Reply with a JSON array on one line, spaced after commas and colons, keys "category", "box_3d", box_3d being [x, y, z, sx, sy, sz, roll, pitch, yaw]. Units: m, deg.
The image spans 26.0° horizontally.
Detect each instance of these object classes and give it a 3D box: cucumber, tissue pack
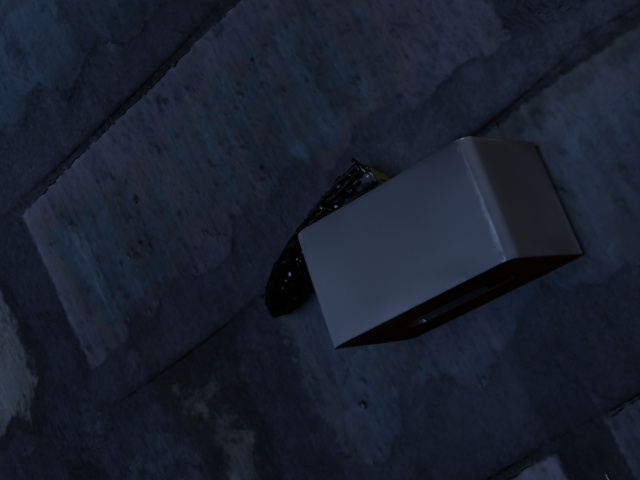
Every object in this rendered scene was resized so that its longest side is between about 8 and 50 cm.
[{"category": "cucumber", "box_3d": [0.000, -0.002, 1.623, 0.245, 0.067, 0.067, -50, 64, 30]}, {"category": "tissue pack", "box_3d": [0.123, 0.004, 1.470, 0.246, 0.159, 0.136, -29, 74, 35]}]

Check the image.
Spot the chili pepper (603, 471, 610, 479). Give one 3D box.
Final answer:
[{"category": "chili pepper", "box_3d": [0.293, 0.328, 1.405, 0.086, 0.084, 0.192, -1, 97, 21]}]
